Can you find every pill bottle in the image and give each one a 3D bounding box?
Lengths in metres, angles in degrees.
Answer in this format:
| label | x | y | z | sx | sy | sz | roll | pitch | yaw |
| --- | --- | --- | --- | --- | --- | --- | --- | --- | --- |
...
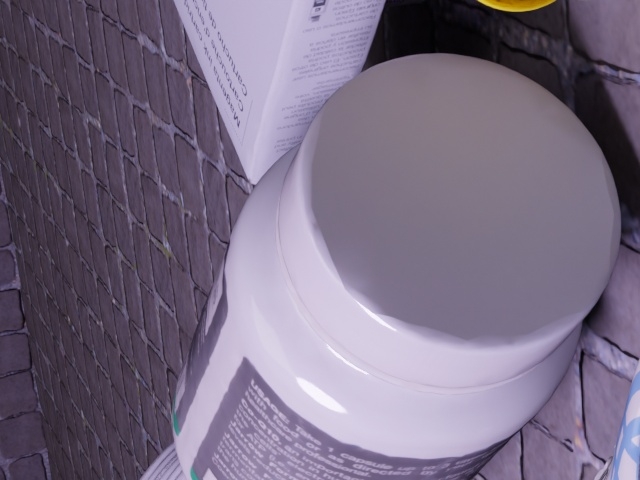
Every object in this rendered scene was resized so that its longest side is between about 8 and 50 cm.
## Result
| label | x | y | z | sx | sy | sz | roll | pitch | yaw |
| --- | --- | --- | --- | --- | --- | --- | --- | --- | --- |
| pill bottle | 0.033 | 0.055 | 0.964 | 0.361 | 0.204 | 0.204 | 117 | 137 | -62 |

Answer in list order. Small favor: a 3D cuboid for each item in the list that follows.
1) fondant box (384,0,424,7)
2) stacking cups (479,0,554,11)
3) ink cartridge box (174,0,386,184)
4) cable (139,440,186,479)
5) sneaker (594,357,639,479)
| label | x | y | z | sx | sy | sz | roll | pitch | yaw |
| --- | --- | --- | --- | --- | --- | --- | --- | --- | --- |
| fondant box | 0.014 | -0.325 | 0.947 | 0.330 | 0.096 | 0.238 | 107 | 145 | -57 |
| stacking cups | 0.163 | -0.150 | 0.672 | 0.316 | 0.096 | 0.096 | 10 | 112 | 64 |
| ink cartridge box | -0.063 | -0.211 | 0.995 | 0.330 | 0.071 | 0.324 | 111 | 140 | -57 |
| cable | -0.029 | 0.247 | 1.189 | 0.089 | 0.257 | 0.257 | 163 | 109 | -66 |
| sneaker | 0.168 | 0.121 | 0.809 | 0.086 | 0.085 | 0.237 | 46 | 143 | 48 |
